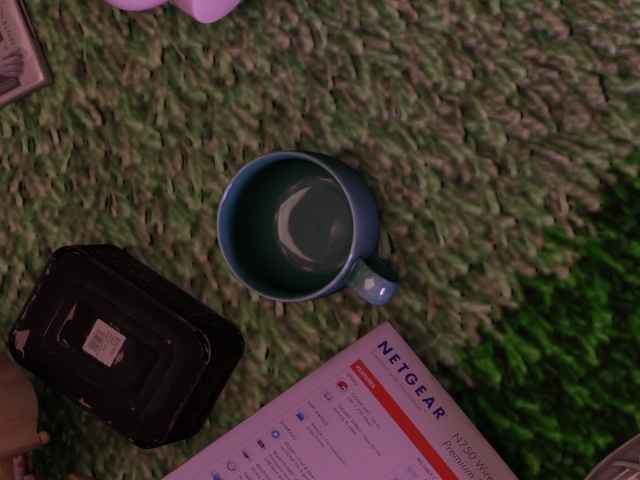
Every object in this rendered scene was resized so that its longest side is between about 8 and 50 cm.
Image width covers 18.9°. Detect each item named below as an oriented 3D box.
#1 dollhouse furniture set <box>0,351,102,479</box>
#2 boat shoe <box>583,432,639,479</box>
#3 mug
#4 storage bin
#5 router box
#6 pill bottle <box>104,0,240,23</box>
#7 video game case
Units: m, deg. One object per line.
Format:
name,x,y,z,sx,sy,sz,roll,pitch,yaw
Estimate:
dollhouse furniture set,-0.227,0.244,1.761,0.355,0.173,0.303,54,153,39
boat shoe,0.352,0.185,1.545,0.320,0.103,0.118,-17,85,19
mug,-0.009,-0.001,1.673,0.129,0.097,0.158,-23,84,18
storage bin,-0.176,0.094,1.742,0.180,0.084,0.122,33,102,15
router box,0.040,0.282,1.576,0.301,0.082,0.335,-33,77,-26
pill bottle,-0.201,-0.323,1.691,0.323,0.181,0.181,33,101,16
video game case,-0.367,-0.192,1.836,0.190,0.022,0.173,-24,83,19
